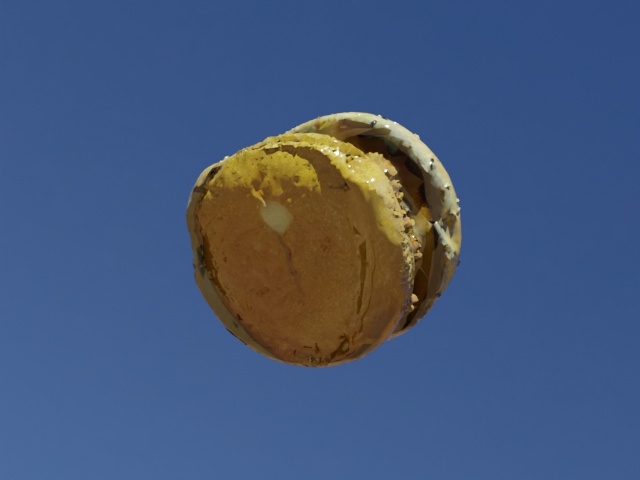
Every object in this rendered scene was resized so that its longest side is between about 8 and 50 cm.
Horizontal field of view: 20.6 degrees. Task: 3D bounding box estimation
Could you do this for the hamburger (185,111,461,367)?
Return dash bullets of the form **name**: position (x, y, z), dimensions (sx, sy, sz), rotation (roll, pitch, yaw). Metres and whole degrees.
- **hamburger**: position (0.000, 0.000, 1.207), dimensions (0.177, 0.113, 0.185), rotation (40, -58, 6)
